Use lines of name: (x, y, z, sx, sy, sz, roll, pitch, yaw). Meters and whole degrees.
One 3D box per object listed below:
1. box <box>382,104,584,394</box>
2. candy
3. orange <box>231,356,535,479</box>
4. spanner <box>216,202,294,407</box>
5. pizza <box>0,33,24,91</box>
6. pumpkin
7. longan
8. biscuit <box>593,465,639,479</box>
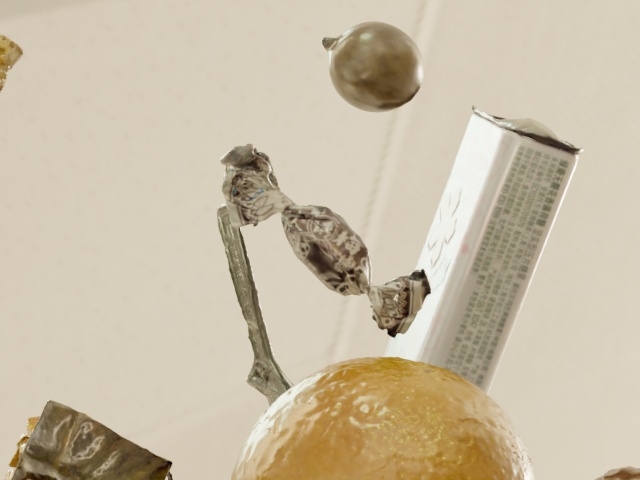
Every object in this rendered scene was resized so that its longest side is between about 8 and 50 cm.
box: (0.180, 0.029, 1.973, 0.112, 0.190, 0.369, 17, -83, -13)
candy: (0.000, 0.000, 1.470, 0.051, 0.226, 0.094, -55, 7, -38)
orange: (0.053, 0.235, 1.435, 0.274, 0.274, 0.274, -31, -36, -25)
spanner: (-0.084, 0.100, 2.167, 0.026, 0.093, 0.325, -32, -62, -37)
pizza: (-0.274, -0.120, 1.164, 0.182, 0.161, 0.062, 49, -137, -51)
pumpkin: (-0.226, 0.246, 1.499, 0.280, 0.139, 0.190, -60, 5, 18)
longan: (0.050, -0.178, 1.705, 0.113, 0.113, 0.092, -1, -53, -50)
biscuit: (0.400, 0.416, 1.670, 0.166, 0.343, 0.395, 37, -122, -54)
